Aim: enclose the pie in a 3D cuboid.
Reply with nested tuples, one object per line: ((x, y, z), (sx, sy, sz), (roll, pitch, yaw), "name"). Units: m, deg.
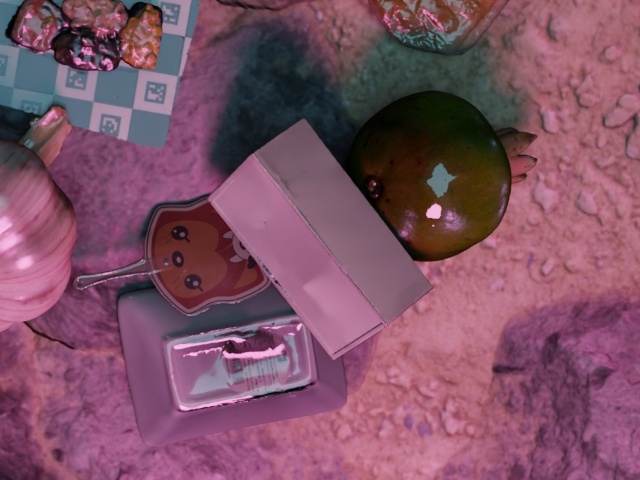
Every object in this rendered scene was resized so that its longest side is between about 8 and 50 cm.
((0.133, -0.305, 1.638), (0.195, 0.046, 0.195), (-2, 100, -12), "pie")

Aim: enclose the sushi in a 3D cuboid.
((-0.244, -0.212, 1.575), (0.215, 0.050, 0.192), (14, 96, -12), "sushi")

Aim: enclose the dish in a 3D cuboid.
((-0.091, 0.130, 1.643), (0.243, 0.080, 0.182), (-11, 100, -10), "dish")

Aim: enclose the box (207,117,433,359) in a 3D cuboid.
((0.000, 0.000, 1.578), (0.086, 0.129, 0.225), (-37, 89, -33), "box")

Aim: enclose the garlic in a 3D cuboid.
((-0.340, -0.050, 1.530), (0.245, 0.245, 0.253), (41, 53, -14), "garlic")

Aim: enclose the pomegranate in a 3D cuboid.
((0.141, -0.075, 1.619), (0.225, 0.187, 0.187), (-17, 103, -33), "pomegranate")

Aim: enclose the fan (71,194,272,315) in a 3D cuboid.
((-0.163, 0.022, 1.620), (0.220, 0.009, 0.132), (-13, 75, -11), "fan")
